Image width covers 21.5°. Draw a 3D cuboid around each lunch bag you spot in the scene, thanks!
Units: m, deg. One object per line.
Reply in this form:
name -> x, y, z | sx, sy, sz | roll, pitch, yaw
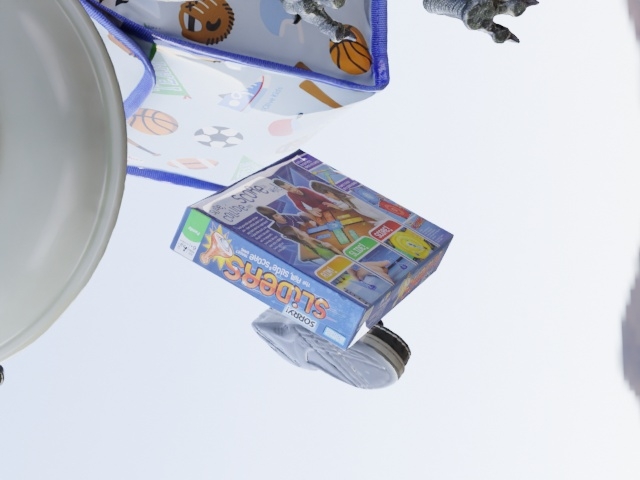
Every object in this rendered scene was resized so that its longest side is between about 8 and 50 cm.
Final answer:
lunch bag -> -0.170, -0.198, 1.615 | 0.385, 0.328, 0.239 | 11, -113, -25

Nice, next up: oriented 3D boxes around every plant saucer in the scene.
plant saucer -> -0.357, -0.073, 1.326 | 0.100, 0.400, 0.400 | -28, -66, -86

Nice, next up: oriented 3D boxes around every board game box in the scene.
board game box -> 0.000, 0.000, 1.154 | 0.035, 0.136, 0.201 | -65, -13, 22

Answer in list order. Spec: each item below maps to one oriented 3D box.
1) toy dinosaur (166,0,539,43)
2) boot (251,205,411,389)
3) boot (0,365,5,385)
toy dinosaur -> 0.021, -0.128, 0.724 | 0.118, 0.268, 0.064 | -115, 10, -48
boot -> 0.047, 0.043, 1.572 | 0.178, 0.236, 0.085 | -49, -68, -17
boot -> -0.349, 0.140, 1.503 | 0.099, 0.121, 0.045 | -90, 18, -52
